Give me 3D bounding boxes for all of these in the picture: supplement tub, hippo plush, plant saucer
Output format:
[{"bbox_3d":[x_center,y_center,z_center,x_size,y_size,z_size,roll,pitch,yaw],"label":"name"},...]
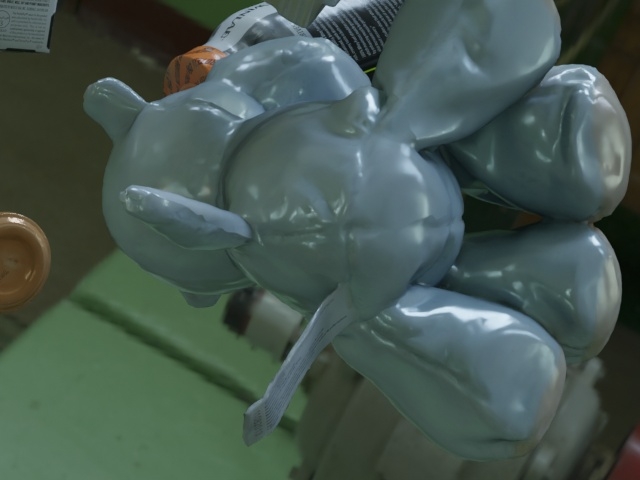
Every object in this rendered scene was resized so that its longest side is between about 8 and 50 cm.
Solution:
[{"bbox_3d":[0.026,-0.147,1.398,0.316,0.193,0.193,-23,54,-28],"label":"supplement tub"},{"bbox_3d":[0.000,0.000,0.792,0.294,0.234,0.236,-38,23,-30],"label":"hippo plush"},{"bbox_3d":[-0.254,0.019,1.205,0.083,0.083,0.013,-8,16,-36],"label":"plant saucer"}]

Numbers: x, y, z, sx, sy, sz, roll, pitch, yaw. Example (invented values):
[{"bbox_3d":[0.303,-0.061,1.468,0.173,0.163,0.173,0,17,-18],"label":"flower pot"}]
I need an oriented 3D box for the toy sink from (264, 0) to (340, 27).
[{"bbox_3d":[-0.006,-0.214,0.758,0.234,0.131,0.153,30,57,5],"label":"toy sink"}]

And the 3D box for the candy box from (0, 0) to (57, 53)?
[{"bbox_3d":[-0.286,-0.295,1.310,0.071,0.233,0.159,-1,20,-40],"label":"candy box"}]
